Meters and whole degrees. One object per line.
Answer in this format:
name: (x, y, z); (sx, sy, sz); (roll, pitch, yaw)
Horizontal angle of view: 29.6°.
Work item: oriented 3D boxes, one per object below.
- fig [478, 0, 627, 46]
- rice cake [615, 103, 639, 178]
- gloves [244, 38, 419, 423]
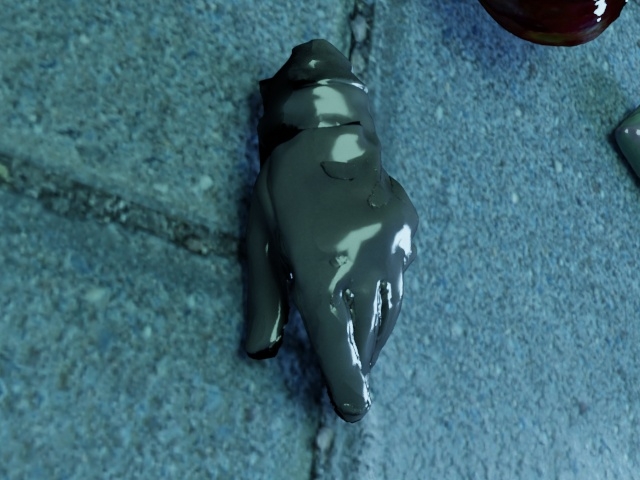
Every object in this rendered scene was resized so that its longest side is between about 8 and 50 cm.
fig: (0.212, -0.309, 1.089); (0.224, 0.224, 0.263); (1, 69, -39)
rice cake: (0.380, -0.040, 1.250); (0.080, 0.042, 0.222); (-42, 104, -41)
gloves: (0.000, -0.007, 0.900); (0.142, 0.119, 0.286); (-9, 84, -9)
